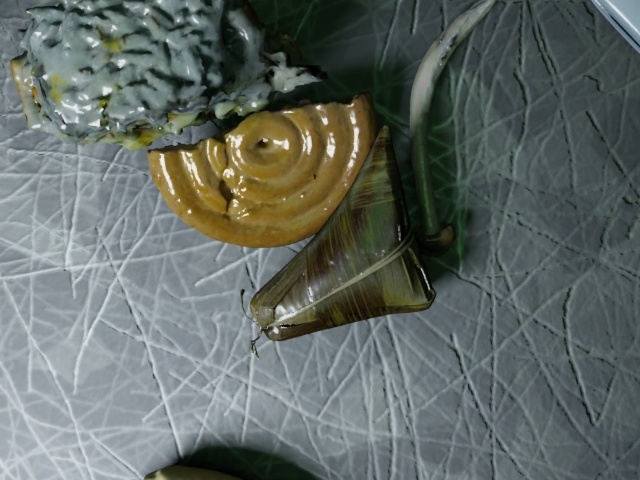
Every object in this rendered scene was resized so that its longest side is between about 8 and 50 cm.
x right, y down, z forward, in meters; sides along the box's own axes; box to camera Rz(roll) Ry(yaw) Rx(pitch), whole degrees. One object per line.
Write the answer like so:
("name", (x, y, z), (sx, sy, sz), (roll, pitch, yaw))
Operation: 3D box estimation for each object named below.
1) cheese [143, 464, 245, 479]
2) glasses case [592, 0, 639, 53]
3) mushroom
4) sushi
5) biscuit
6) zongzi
("cheese", (-0.123, 0.332, 0.844), (0.226, 0.117, 0.214), (38, 87, 4))
("glasses case", (0.336, -0.212, 0.843), (0.067, 0.045, 0.178), (-44, 91, 3))
("mushroom", (0.126, -0.136, 0.858), (0.068, 0.043, 0.307), (9, 91, -17))
("sushi", (-0.144, -0.166, 0.786), (0.274, 0.184, 0.140), (-18, 93, 0))
("biscuit", (-0.046, -0.058, 0.838), (0.224, 0.033, 0.145), (-13, 115, -5))
("zongzi", (0.000, 0.000, 0.827), (0.187, 0.084, 0.184), (-15, 107, 0))
